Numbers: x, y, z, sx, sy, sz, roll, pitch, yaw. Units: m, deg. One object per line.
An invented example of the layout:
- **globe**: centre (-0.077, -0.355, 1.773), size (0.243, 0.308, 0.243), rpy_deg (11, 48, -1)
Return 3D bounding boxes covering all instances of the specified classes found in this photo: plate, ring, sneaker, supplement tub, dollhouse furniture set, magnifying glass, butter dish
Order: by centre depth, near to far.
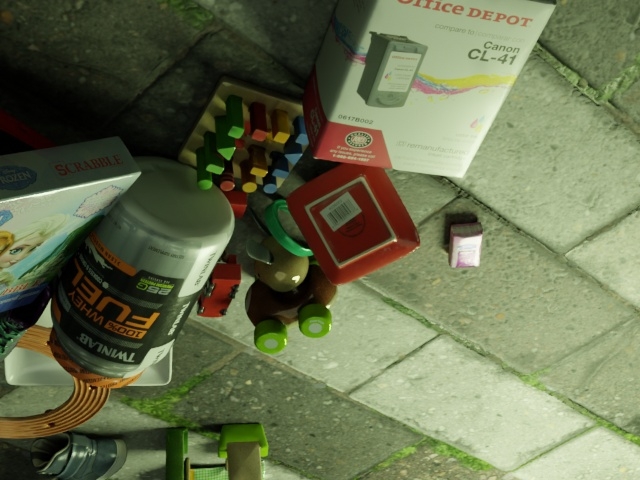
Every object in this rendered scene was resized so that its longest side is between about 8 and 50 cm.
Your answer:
- **supplement tub**: centre (-0.266, 0.052, 1.651), size (0.193, 0.193, 0.316), rpy_deg (15, 124, -23)
- **butter dish**: centre (0.059, -0.039, 1.697), size (0.160, 0.118, 0.160), rpy_deg (-27, 95, 24)
- **sneaker**: centre (-0.472, 0.123, 1.722), size (0.083, 0.098, 0.223), rpy_deg (34, 103, -19)
- **magnifying glass**: centre (0.000, 0.000, 1.760), size (0.026, 0.092, 0.231), rpy_deg (-39, 141, 27)
- **plate**: centre (-0.378, 0.143, 1.886), size (0.278, 0.045, 0.277), rpy_deg (1, 137, -9)
- **ring**: centre (-0.517, 0.228, 1.909), size (0.336, 0.032, 0.336), rpy_deg (-3, 140, -3)
- **sneaker**: centre (-0.491, 0.436, 2.161), size (0.163, 0.086, 0.226), rpy_deg (18, 124, -41)
- **dollhouse furniture set**: centre (-0.201, 0.502, 2.242), size (0.197, 0.151, 0.301), rpy_deg (-1, 139, -7)

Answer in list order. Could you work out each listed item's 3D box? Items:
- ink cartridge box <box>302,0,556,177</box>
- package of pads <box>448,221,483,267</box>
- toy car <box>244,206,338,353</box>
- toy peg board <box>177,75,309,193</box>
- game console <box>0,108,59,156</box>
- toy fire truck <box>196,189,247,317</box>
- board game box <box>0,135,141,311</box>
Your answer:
- **ink cartridge box**: centre (0.127, -0.236, 1.464), size (0.226, 0.131, 0.306), rpy_deg (7, 138, -16)
- **package of pads**: centre (0.230, 0.007, 1.832), size (0.050, 0.032, 0.083), rpy_deg (-3, 139, -1)
- **toy car**: centre (-0.072, 0.046, 1.750), size (0.149, 0.155, 0.188), rpy_deg (-21, 128, 14)
- **toy peg board**: centre (-0.094, -0.125, 1.596), size (0.161, 0.079, 0.161), rpy_deg (15, 135, -24)
- **game console**: centre (-0.522, -0.019, 1.569), size (0.386, 0.060, 0.342), rpy_deg (-40, 147, 11)
- **toy fire truck**: centre (-0.151, 0.022, 1.737), size (0.047, 0.135, 0.192), rpy_deg (4, 152, -15)
- **board game box**: centre (-0.427, 0.007, 1.439), size (0.319, 0.066, 0.318), rpy_deg (-19, 160, -51)
